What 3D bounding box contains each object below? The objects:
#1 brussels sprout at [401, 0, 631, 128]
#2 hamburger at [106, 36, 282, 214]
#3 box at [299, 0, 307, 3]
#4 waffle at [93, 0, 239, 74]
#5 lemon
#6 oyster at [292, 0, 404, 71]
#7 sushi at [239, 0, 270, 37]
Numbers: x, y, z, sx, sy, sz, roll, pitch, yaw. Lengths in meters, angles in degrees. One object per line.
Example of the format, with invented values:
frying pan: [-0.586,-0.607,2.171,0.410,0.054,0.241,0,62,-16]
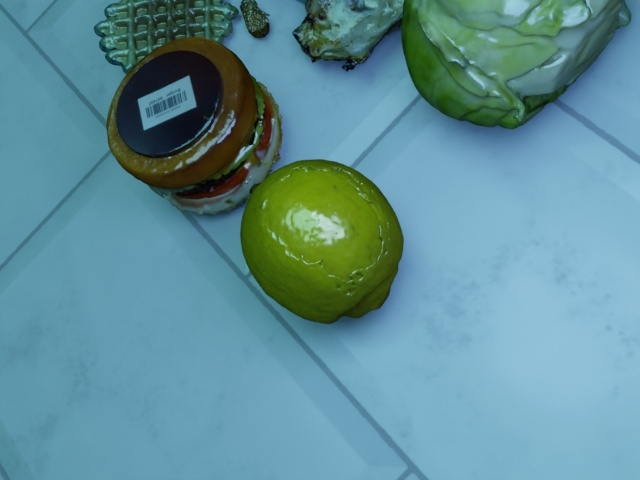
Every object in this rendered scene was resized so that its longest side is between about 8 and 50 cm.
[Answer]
brussels sprout: [0.326,-0.425,1.275,0.361,0.342,0.425,42,80,20]
hamburger: [-0.246,-0.228,1.487,0.329,0.250,0.330,-7,68,16]
box: [-0.106,-0.653,1.597,0.311,0.205,0.118,35,85,25]
waffle: [-0.357,-0.495,1.678,0.291,0.056,0.309,32,73,16]
lemon: [0.001,0.000,1.301,0.296,0.297,0.297,-6,71,19]
oyster: [0.111,-0.500,1.522,0.361,0.096,0.221,-44,65,4]
sushi: [-0.149,-0.502,1.644,0.061,0.060,0.118,-41,65,-1]
